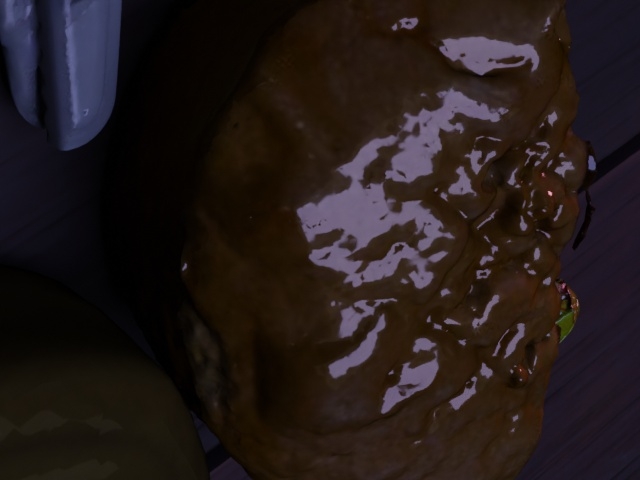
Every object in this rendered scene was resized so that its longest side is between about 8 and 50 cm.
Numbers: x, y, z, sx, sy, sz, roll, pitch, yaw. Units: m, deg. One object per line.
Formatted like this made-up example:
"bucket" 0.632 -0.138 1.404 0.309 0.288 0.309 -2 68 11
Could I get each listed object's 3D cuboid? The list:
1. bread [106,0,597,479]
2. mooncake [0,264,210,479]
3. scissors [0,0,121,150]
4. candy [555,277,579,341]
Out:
"bread" 0.000 0.000 0.533 0.139 0.143 0.229 -11 116 -26
"mooncake" -0.134 0.120 0.493 0.235 0.117 0.234 -19 125 -29
"scissors" -0.080 -0.143 0.445 0.118 0.030 0.242 -18 120 -34
"candy" 0.083 0.068 0.721 0.035 0.035 0.123 19 109 -35
